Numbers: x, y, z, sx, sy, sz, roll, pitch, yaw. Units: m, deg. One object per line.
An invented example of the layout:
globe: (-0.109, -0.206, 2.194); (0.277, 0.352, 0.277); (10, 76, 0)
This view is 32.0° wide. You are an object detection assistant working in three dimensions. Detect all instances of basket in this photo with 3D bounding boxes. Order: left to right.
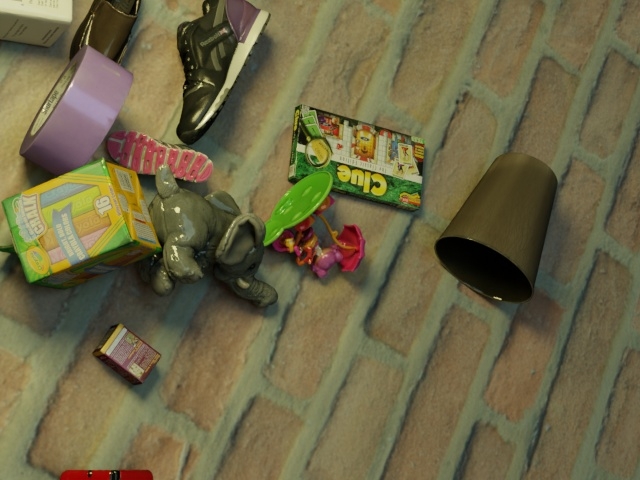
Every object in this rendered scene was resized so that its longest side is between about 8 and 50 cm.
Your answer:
basket: (0.334, -0.036, 2.024); (0.204, 0.154, 0.227); (36, 61, -17)

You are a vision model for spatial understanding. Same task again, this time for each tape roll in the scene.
tape roll: (-0.357, -0.186, 1.628); (0.080, 0.189, 0.189); (32, 66, -22)

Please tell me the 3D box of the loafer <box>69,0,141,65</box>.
loafer: (-0.330, -0.337, 1.738); (0.080, 0.078, 0.220); (19, 71, -25)

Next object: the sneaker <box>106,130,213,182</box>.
sneaker: (-0.252, -0.129, 1.756); (0.170, 0.075, 0.063); (14, 91, -4)

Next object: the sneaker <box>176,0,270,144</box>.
sneaker: (-0.193, -0.285, 1.808); (0.124, 0.107, 0.283); (29, 60, -11)

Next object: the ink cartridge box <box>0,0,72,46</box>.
ink cartridge box: (-0.516, -0.418, 1.622); (0.289, 0.121, 0.211); (5, 78, -29)

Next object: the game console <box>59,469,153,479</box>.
game console: (-0.316, 0.410, 1.636); (0.124, 0.085, 0.144); (0, 78, 2)

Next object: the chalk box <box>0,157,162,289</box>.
chalk box: (-0.360, -0.011, 1.593); (0.213, 0.132, 0.132); (-22, 81, 9)

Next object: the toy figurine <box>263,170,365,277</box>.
toy figurine: (0.000, 0.000, 1.855); (0.173, 0.130, 0.159); (-45, 115, -6)

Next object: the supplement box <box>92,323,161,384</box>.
supplement box: (-0.291, 0.172, 1.680); (0.083, 0.043, 0.055); (42, 63, -16)

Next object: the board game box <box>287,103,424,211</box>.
board game box: (0.067, -0.142, 1.958); (0.259, 0.030, 0.136); (12, 77, -27)

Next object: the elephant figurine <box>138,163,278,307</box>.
elephant figurine: (-0.157, 0.000, 1.735); (0.239, 0.186, 0.169); (-2, 60, -34)
